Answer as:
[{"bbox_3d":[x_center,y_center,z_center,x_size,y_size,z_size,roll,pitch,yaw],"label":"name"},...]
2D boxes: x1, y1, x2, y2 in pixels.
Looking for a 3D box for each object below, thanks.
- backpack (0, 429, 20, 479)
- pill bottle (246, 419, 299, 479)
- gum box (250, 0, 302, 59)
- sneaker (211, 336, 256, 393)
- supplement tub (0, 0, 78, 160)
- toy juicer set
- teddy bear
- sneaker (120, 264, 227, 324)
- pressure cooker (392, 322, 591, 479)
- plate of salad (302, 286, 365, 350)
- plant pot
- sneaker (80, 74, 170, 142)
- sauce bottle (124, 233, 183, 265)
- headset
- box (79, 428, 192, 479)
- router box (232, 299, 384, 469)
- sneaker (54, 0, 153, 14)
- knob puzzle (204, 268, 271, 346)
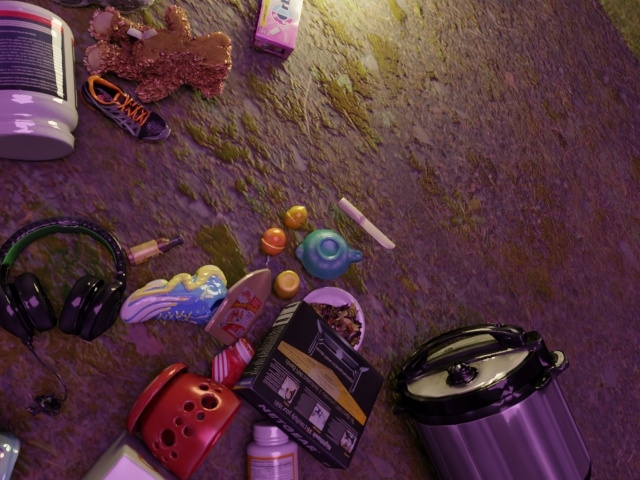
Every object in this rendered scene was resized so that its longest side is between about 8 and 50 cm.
[{"bbox_3d":[-0.647,0.395,0.840,0.191,0.225,0.253,19,68,-42],"label":"backpack"},{"bbox_3d":[-0.107,0.523,1.096,0.117,0.117,0.214,1,80,-23],"label":"pill bottle"},{"bbox_3d":[-0.117,-0.593,1.315,0.107,0.062,0.188,13,76,-20],"label":"gum box"},{"bbox_3d":[-0.176,0.342,1.137,0.128,0.087,0.221,-29,100,-1],"label":"sneaker"},{"bbox_3d":[-0.605,-0.319,0.995,0.191,0.191,0.272,-3,82,-23],"label":"supplement tub"},{"bbox_3d":[0.000,0.000,1.256,0.329,0.089,0.209,-23,77,-16],"label":"toy juicer set"},{"bbox_3d":[-0.386,-0.443,1.167,0.338,0.113,0.244,-10,78,-16],"label":"teddy bear"},{"bbox_3d":[-0.307,0.141,1.070,0.240,0.091,0.126,-26,55,-25],"label":"sneaker"},{"bbox_3d":[0.412,0.411,1.193,0.370,0.375,0.420,-26,92,-21],"label":"pressure cooker"},{"bbox_3d":[0.029,0.217,1.244,0.200,0.048,0.199,4,79,-22],"label":"plate of salad"},{"bbox_3d":[-0.282,0.362,1.008,0.174,0.191,0.191,35,68,8],"label":"plant pot"},{"bbox_3d":[-0.447,-0.299,1.117,0.215,0.083,0.084,27,70,-18],"label":"sneaker"},{"bbox_3d":[-0.378,0.018,1.112,0.128,0.042,0.042,-22,90,-23],"label":"sauce bottle"},{"bbox_3d":[-0.534,0.148,0.998,0.244,0.185,0.393,3,65,-17],"label":"headset"},{"bbox_3d":[-0.308,0.561,0.952,0.345,0.215,0.168,43,69,-10],"label":"box"},{"bbox_3d":[-0.013,0.329,1.117,0.309,0.081,0.242,47,50,-17],"label":"router box"},{"bbox_3d":[-0.513,-0.611,1.142,0.232,0.090,0.115,-1,78,-24],"label":"sneaker"},{"bbox_3d":[-0.179,0.143,1.116,0.030,0.213,0.213,27,67,24],"label":"knob puzzle"}]
